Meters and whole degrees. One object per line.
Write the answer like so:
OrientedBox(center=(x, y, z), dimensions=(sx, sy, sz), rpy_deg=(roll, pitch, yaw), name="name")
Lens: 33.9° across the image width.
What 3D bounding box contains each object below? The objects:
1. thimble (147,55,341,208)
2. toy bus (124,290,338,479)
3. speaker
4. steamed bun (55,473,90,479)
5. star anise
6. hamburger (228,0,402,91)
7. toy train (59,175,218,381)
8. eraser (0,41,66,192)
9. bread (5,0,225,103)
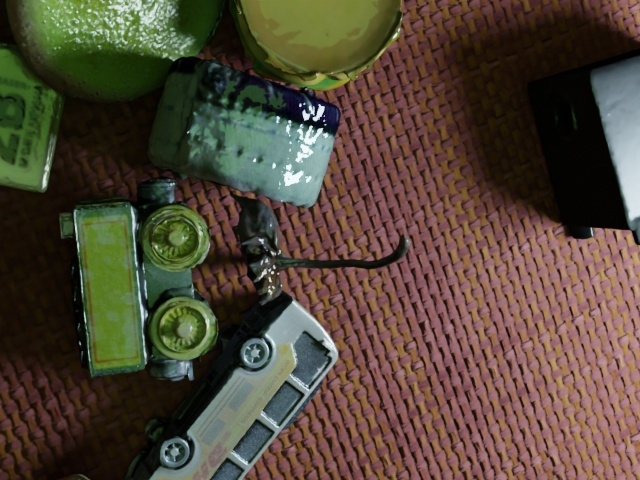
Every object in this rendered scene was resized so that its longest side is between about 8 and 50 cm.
OrientedBox(center=(-0.097, -0.132, 1.282), dimensions=(0.237, 0.237, 0.150), rpy_deg=(14, 93, -19), name="thimble")
OrientedBox(center=(-0.120, 0.229, 1.376), dimensions=(0.138, 0.097, 0.342), rpy_deg=(42, 82, -19), name="toy bus")
OrientedBox(center=(0.457, -0.142, 1.494), dimensions=(0.232, 0.184, 0.254), rpy_deg=(-18, 99, -16), name="speaker")
OrientedBox(center=(-0.315, 0.446, 1.250), dimensions=(0.203, 0.276, 0.289), rpy_deg=(49, 67, -27), name="steamed bun")
OrientedBox(center=(0.000, 0.000, 1.301), dimensions=(0.227, 0.218, 0.148), rpy_deg=(-7, 91, 7), name="star anise")
OrientedBox(center=(-0.006, -0.301, 1.340), dimensions=(0.237, 0.149, 0.237), rpy_deg=(0, 90, -9), name="hamburger")
OrientedBox(center=(-0.224, 0.053, 1.312), dimensions=(0.177, 0.134, 0.261), rpy_deg=(-6, 96, -10), name="toy train")
OrientedBox(center=(-0.377, -0.151, 1.277), dimensions=(0.117, 0.058, 0.172), rpy_deg=(12, 91, -20), name="eraser")
OrientedBox(center=(-0.229, -0.294, 1.250), dimensions=(0.301, 0.045, 0.301), rpy_deg=(-25, 133, -31), name="bread")
